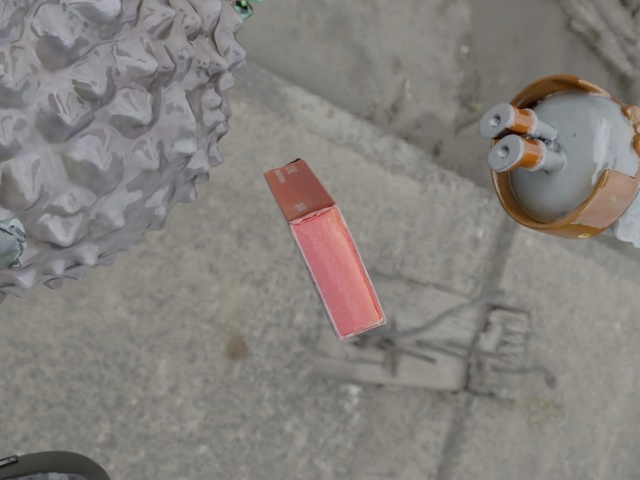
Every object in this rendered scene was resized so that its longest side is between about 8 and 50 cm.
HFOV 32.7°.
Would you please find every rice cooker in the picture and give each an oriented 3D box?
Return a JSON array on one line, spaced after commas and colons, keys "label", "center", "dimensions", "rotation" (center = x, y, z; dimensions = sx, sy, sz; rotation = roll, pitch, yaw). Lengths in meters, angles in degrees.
[{"label": "rice cooker", "center": [-0.333, 0.314, 1.230], "dimensions": [0.118, 0.203, 0.142], "rotation": [-155, -128, -84]}]

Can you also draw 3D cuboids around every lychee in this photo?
[{"label": "lychee", "center": [-0.235, -0.147, 0.691], "dimensions": [0.380, 0.380, 0.432], "rotation": [-60, 175, -19]}]

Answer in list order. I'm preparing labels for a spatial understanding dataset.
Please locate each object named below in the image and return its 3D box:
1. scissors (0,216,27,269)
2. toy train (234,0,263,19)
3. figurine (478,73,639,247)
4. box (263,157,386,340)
[{"label": "scissors", "center": [-0.259, 0.038, 0.472], "dimensions": [0.191, 0.360, 0.029], "rotation": [65, 32, -20]}, {"label": "toy train", "center": [-0.163, -0.322, 1.193], "dimensions": [0.253, 0.157, 0.105], "rotation": [6, 124, -17]}, {"label": "figurine", "center": [0.249, -0.065, 0.960], "dimensions": [0.271, 0.143, 0.143], "rotation": [4, 101, -26]}, {"label": "box", "center": [0.000, 0.000, 1.032], "dimensions": [0.050, 0.229, 0.123], "rotation": [-23, 106, -2]}]
